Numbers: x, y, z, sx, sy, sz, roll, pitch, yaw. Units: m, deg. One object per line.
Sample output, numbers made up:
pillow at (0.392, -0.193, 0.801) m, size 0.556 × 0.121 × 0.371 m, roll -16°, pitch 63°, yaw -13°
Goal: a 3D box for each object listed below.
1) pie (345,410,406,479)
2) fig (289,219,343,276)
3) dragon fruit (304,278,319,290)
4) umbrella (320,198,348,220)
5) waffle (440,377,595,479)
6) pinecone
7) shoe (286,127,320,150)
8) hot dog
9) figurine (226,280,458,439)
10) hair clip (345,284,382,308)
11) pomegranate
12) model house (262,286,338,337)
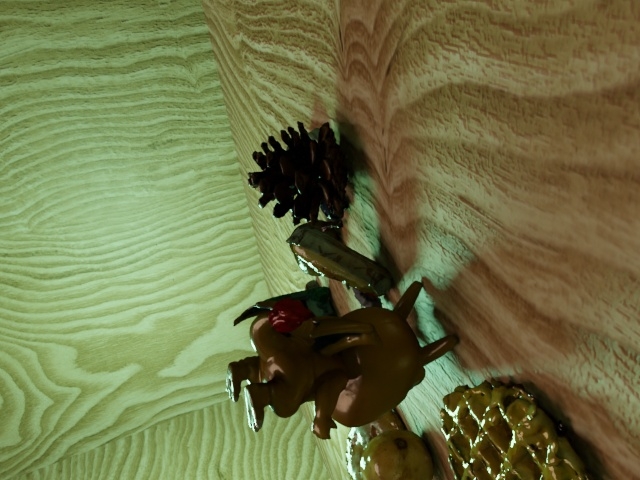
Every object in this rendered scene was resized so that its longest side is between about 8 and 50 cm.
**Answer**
pie at (0.154, 0.611, 1.456) m, size 0.273 × 0.069 × 0.273 m, roll -39°, pitch 43°, yaw 48°
fig at (-0.002, 0.001, 1.476) m, size 0.170 × 0.145 × 0.274 m, roll 67°, pitch 152°, yaw 16°
dragon fruit at (-0.031, 0.201, 1.958) m, size 0.083 × 0.060 × 0.056 m, roll -124°, pitch 25°, yaw -45°
umbrella at (0.017, -0.118, 1.394) m, size 0.248 × 0.071 × 0.071 m, roll -126°, pitch 23°, yaw -64°
waffle at (0.317, 0.405, 0.781) m, size 0.382 × 0.095 × 0.380 m, roll 127°, pitch 127°, yaw -71°
pinecone at (-0.051, -0.152, 1.188) m, size 0.264 × 0.264 × 0.264 m, roll 163°, pitch 90°, yaw -76°
shoe at (-0.047, -0.238, 1.410) m, size 0.251 × 0.100 × 0.103 m, roll 139°, pitch 113°, yaw -72°
hot dog at (0.043, 0.053, 1.161) m, size 0.270 × 0.082 × 0.162 m, roll 30°, pitch -170°, yaw 9°
figurine at (0.034, 0.225, 0.945) m, size 0.401 × 0.387 × 0.268 m, roll -29°, pitch 66°, yaw 61°
hair clip at (0.127, 0.189, 1.221) m, size 0.106 × 0.084 × 0.292 m, roll 21°, pitch -142°, yaw -49°
pomegranate at (0.194, 0.579, 1.259) m, size 0.196 × 0.196 × 0.196 m, roll 163°, pitch 90°, yaw -76°
model house at (-0.067, 0.343, 1.789) m, size 0.230 × 0.280 × 0.249 m, roll 97°, pitch 157°, yaw -55°
